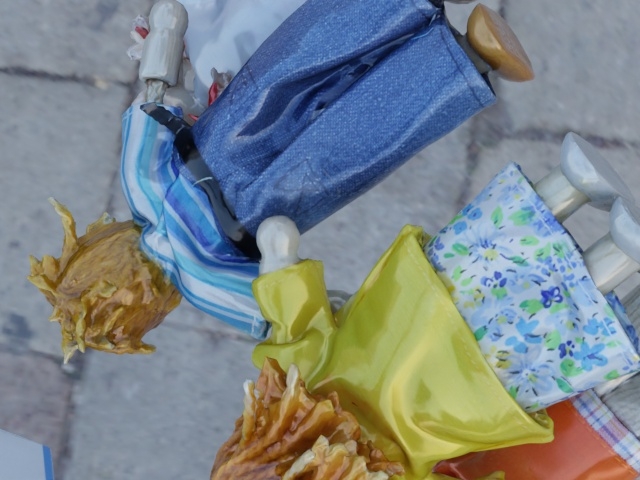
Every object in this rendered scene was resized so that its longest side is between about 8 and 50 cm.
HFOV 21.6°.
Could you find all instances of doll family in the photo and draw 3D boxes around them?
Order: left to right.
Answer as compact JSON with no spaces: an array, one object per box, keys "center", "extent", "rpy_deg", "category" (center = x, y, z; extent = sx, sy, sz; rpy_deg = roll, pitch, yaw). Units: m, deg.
[{"center":[0.000,0.000,0.499],"extent":[0.163,0.118,0.263],"rpy_deg":[-40,67,16],"category":"doll family"}]

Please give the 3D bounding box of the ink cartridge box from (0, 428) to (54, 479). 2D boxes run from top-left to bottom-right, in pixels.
[{"center":[-0.200,0.197,0.800],"extent":[0.191,0.082,0.140],"rpy_deg":[-59,25,21],"category":"ink cartridge box"}]
